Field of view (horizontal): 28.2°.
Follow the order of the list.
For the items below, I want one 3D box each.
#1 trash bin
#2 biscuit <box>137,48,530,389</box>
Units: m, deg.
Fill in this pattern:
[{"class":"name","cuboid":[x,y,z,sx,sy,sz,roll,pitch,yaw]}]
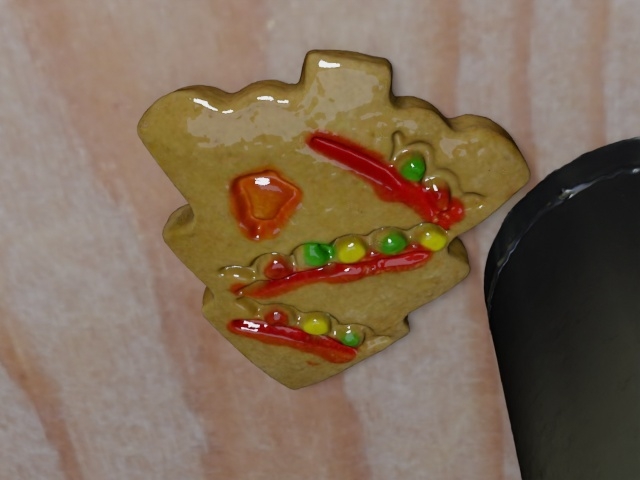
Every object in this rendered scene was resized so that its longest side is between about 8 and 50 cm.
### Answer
[{"class":"trash bin","cuboid":[0.200,0.109,0.643,0.203,0.301,0.252,12,128,-10]},{"class":"biscuit","cuboid":[0.000,0.000,0.719,0.212,0.041,0.238,4,127,-7]}]
